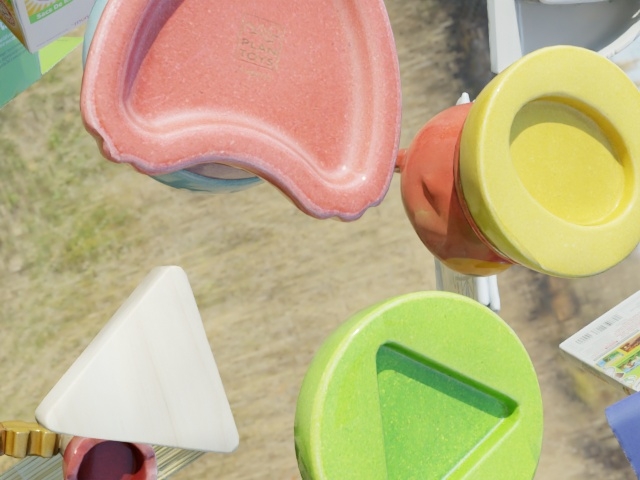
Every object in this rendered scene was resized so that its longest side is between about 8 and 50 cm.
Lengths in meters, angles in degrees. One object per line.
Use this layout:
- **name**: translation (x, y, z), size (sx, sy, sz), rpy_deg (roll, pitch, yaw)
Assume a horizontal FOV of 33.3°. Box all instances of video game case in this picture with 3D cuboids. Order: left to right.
- **video game case**: translation (0.435, 0.107, 1.296), size (0.026, 0.227, 0.206), rpy_deg (63, -12, -21)

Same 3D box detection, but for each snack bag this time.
- **snack bag**: translation (0.209, 0.000, 1.594), size (0.342, 0.037, 0.323), rpy_deg (98, -11, -69)

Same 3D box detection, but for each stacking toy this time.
- **stacking toy**: translation (0.000, 0.000, 0.552), size (0.309, 0.130, 0.279), rpy_deg (24, 78, -24)

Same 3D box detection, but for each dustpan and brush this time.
- **dustpan and brush**: translation (0.243, -0.208, 0.856), size (0.060, 0.211, 0.147), rpy_deg (-101, -175, -76)

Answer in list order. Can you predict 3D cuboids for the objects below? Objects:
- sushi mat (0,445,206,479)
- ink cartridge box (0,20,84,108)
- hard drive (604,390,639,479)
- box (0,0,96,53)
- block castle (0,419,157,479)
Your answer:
- **sushi mat**: translation (-0.298, 0.303, 1.395), size (0.151, 0.316, 0.019), rpy_deg (59, -5, -33)
- **ink cartridge box**: translation (-0.365, -0.203, 1.044), size (0.255, 0.189, 0.097), rpy_deg (-70, 159, -61)
- **hard drive**: translation (0.369, 0.149, 0.732), size (0.040, 0.318, 0.210), rpy_deg (-12, 69, -43)
- **box**: translation (-0.197, -0.268, 0.891), size (0.114, 0.203, 0.103), rpy_deg (48, -21, 18)
- **block castle**: translation (-0.320, 0.384, 0.970), size (0.213, 0.303, 0.453), rpy_deg (-168, -98, -64)
